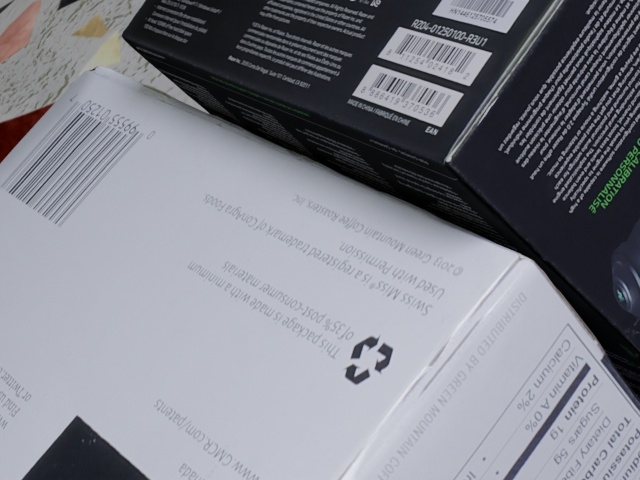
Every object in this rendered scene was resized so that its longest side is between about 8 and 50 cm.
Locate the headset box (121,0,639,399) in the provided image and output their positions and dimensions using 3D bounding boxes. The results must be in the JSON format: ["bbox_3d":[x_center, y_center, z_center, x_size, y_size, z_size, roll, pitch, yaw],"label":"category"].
[{"bbox_3d":[0.097,-0.036,0.614,0.131,0.283,0.246,-54,36,-6],"label":"headset box"}]

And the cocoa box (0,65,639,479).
[{"bbox_3d":[-0.034,0.107,0.623,0.231,0.228,0.347,-50,37,-10],"label":"cocoa box"}]
